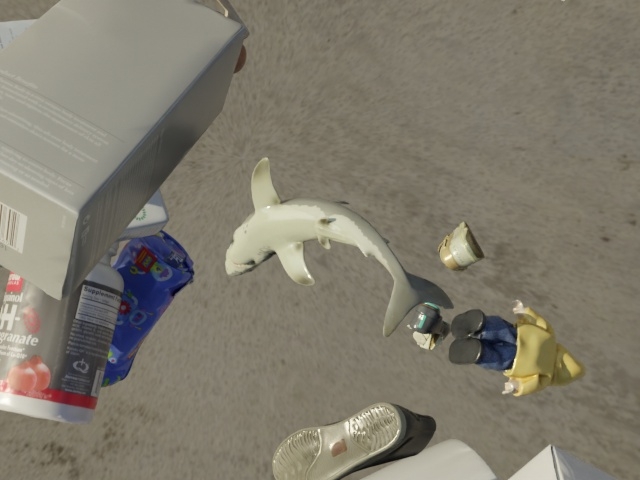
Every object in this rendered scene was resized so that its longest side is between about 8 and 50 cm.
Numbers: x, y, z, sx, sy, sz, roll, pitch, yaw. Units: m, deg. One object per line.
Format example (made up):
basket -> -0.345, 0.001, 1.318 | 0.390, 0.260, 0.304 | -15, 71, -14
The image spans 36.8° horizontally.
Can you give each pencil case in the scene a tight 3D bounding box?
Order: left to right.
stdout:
pencil case -> -0.336, 0.121, 1.687 | 0.133, 0.119, 0.306 | 35, 104, -3

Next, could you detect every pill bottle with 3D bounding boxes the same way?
pill bottle -> -0.410, 0.118, 1.511 | 0.176, 0.176, 0.318 | 12, 78, -6

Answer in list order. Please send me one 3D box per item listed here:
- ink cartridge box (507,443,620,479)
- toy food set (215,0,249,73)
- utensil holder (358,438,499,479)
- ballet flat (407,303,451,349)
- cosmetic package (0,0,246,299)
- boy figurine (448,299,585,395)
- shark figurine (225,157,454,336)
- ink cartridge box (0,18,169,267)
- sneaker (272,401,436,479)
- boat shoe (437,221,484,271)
ink cartridge box -> 0.166, 0.258, 0.714 | 0.140, 0.082, 0.190 | 30, 119, -17
toy food set -> -0.171, -0.274, 1.445 | 0.071, 0.128, 0.218 | 24, 66, 34
utensil holder -> 0.148, 0.584, 1.775 | 0.386, 0.328, 0.327 | -21, 96, -17
ballet flat -> 0.200, 0.166, 1.801 | 0.074, 0.203, 0.074 | -3, 75, 12
cosmetic package -> -0.166, -0.090, 0.697 | 0.127, 0.238, 0.107 | 30, 136, 5
boy figurine -> 0.370, 0.199, 1.762 | 0.285, 0.092, 0.177 | 17, 68, -32
shark figurine -> 0.021, -0.010, 1.104 | 0.278, 0.116, 0.166 | 15, 114, 29
ink cartridge box -> -0.402, -0.132, 1.264 | 0.330, 0.071, 0.324 | -13, 76, -29
sneaker -> 0.048, 0.290, 1.315 | 0.222, 0.118, 0.083 | -26, 62, 28
boat shoe -> 0.155, 0.009, 1.081 | 0.045, 0.135, 0.050 | -29, 85, 8
